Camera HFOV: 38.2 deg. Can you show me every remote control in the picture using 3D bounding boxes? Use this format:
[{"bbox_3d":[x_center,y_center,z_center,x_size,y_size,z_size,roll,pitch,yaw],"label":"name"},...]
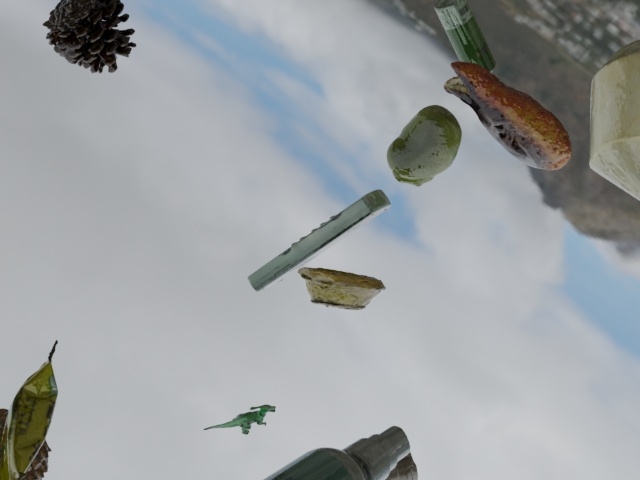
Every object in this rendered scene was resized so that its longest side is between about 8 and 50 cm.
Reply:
[{"bbox_3d":[-0.001,-0.001,2.021,0.050,0.344,0.145,57,-161,4],"label":"remote control"}]

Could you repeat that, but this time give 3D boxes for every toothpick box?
[{"bbox_3d":[0.129,0.547,2.192,0.111,0.180,0.111,165,90,-81],"label":"toothpick box"}]

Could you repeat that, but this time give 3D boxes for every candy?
[{"bbox_3d":[-0.554,0.349,1.740,0.081,0.187,0.297,22,-120,-17],"label":"candy"}]

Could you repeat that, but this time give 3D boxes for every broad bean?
[{"bbox_3d":[0.206,-0.184,1.848,0.124,0.174,0.082,52,-143,4],"label":"broad bean"}]

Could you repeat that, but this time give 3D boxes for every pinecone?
[{"bbox_3d":[-0.429,-0.395,1.766,0.163,0.163,0.165,52,-179,41],"label":"pinecone"}]

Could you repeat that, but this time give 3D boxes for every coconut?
[{"bbox_3d":[0.444,-0.140,1.178,0.202,0.202,0.222,21,-114,-44],"label":"coconut"}]

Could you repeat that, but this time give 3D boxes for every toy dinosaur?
[{"bbox_3d":[-0.092,0.212,1.094,0.083,0.062,0.021,-5,-118,-26],"label":"toy dinosaur"}]

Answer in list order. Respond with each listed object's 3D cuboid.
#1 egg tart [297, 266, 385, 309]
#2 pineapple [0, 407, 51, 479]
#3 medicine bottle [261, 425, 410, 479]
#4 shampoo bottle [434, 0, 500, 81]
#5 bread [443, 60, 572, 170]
[{"bbox_3d":[0.041,0.097,1.857,0.191,0.074,0.191,8,-178,0],"label":"egg tart"},{"bbox_3d":[-0.692,0.535,1.883,0.222,0.223,0.357,31,-142,-22],"label":"pineapple"},{"bbox_3d":[-0.005,0.329,1.189,0.351,0.110,0.110,-22,-123,-44],"label":"medicine bottle"},{"bbox_3d":[0.284,-0.365,1.740,0.205,0.065,0.065,58,-174,-27],"label":"shampoo bottle"},{"bbox_3d":[0.337,-0.226,1.640,0.269,0.095,0.139,44,168,3],"label":"bread"}]
